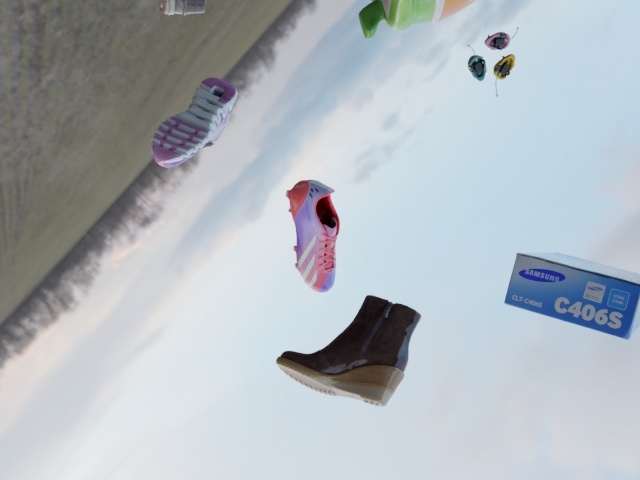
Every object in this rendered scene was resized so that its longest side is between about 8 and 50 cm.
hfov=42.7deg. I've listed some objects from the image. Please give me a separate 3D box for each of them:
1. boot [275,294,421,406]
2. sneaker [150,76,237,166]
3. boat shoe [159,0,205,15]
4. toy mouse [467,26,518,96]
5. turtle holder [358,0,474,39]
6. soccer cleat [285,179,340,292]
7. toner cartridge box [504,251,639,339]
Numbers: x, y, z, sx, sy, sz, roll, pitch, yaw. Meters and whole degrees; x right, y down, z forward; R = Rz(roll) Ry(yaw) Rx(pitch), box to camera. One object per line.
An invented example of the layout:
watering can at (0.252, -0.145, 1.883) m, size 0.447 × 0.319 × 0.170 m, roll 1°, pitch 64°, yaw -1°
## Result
boot at (0.057, 0.202, 1.612) m, size 0.090 × 0.249 × 0.206 m, roll 74°, pitch 34°, yaw -59°
sneaker at (-0.247, -0.216, 1.626) m, size 0.236 × 0.095 × 0.104 m, roll -55°, pitch 169°, yaw -34°
boat shoe at (-0.312, -0.704, 2.056) m, size 0.132 × 0.130 × 0.355 m, roll 126°, pitch -26°, yaw -66°
toy mouse at (0.374, -0.415, 1.830) m, size 0.161 × 0.143 × 0.031 m, roll -64°, pitch -148°, yaw 23°
turtle holder at (0.141, -0.460, 1.187) m, size 0.228 × 0.243 × 0.320 m, roll -14°, pitch -134°, yaw -4°
soccer cleat at (0.000, 0.000, 1.543) m, size 0.095 × 0.247 × 0.083 m, roll 14°, pitch -143°, yaw 38°
toner cartridge box at (0.390, 0.072, 1.200) m, size 0.348 × 0.165 × 0.075 m, roll 1°, pitch 102°, yaw -66°
